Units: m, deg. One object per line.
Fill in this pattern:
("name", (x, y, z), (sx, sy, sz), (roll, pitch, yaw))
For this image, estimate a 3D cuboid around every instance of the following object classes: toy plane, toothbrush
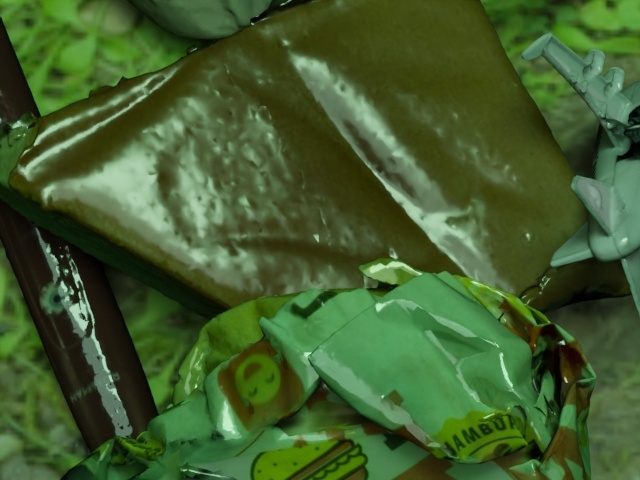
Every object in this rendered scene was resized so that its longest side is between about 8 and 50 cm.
("toy plane", (0.145, -0.035, 0.714), (0.162, 0.065, 0.171), (60, 38, -20))
("toothbrush", (-0.106, 0.056, 0.737), (0.041, 0.041, 0.364), (-22, 80, -6))

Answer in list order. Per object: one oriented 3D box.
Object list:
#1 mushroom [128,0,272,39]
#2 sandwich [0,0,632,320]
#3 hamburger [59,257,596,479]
("mushroom", (-0.104, -0.262, 0.741), (0.128, 0.128, 0.350), (-28, 103, -7))
("sandwich", (0.000, 0.000, 0.720), (0.245, 0.063, 0.212), (-25, 81, -15))
("hamburger", (-0.001, 0.108, 0.650), (0.235, 0.125, 0.214), (-3, 119, 13))
